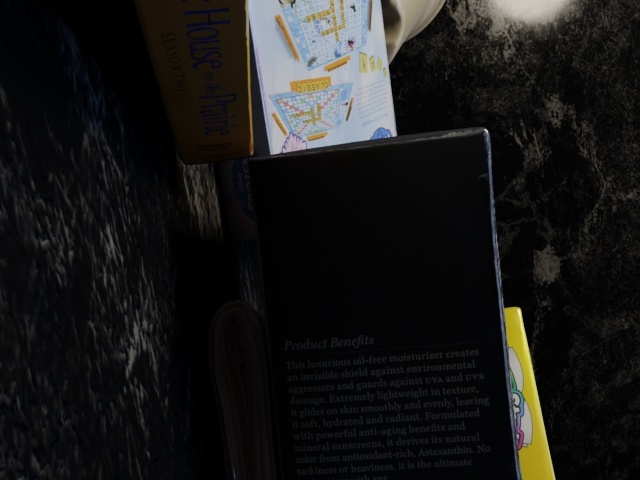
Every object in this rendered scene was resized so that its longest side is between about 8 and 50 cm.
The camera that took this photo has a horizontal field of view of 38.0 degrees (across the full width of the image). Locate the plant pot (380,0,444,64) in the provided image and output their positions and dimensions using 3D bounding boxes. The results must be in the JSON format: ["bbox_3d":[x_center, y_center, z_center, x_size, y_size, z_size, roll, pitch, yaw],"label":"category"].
[{"bbox_3d":[0.027,-0.376,1.382,0.305,0.333,0.334,-73,158,-54],"label":"plant pot"}]

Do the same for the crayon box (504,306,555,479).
[{"bbox_3d":[0.119,0.282,1.125,0.106,0.312,0.363,76,8,-64],"label":"crayon box"}]

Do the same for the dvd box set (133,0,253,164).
[{"bbox_3d":[-0.083,-0.250,0.526,0.420,0.062,0.308,104,-21,-76],"label":"dvd box set"}]

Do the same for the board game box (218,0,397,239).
[{"bbox_3d":[-0.016,-0.195,0.989,0.318,0.065,0.318,-32,117,-59],"label":"board game box"}]

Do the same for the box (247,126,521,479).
[{"bbox_3d":[0.065,0.064,0.783,0.296,0.182,0.294,-25,110,-81],"label":"box"}]

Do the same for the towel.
[{"bbox_3d":[-0.037,0.241,0.814,0.332,0.053,0.317,73,11,-72],"label":"towel"}]
